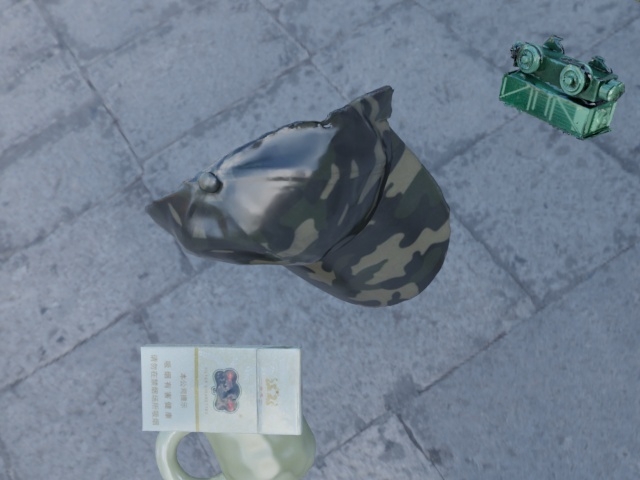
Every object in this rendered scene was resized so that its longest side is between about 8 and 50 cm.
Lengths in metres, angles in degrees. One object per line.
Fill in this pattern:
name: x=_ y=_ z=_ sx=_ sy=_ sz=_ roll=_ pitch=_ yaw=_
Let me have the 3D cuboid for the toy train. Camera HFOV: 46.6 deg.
toy train: x=0.485 y=-0.318 z=1.520 sx=0.115 sy=0.154 sz=0.269 roll=-21 pitch=42 yaw=-32

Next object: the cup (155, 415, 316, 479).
cup: x=-0.144 y=0.352 z=1.304 sx=0.255 sy=0.202 sz=0.173 roll=-29 pitch=9 yaw=-32

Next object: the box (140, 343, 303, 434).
box: x=-0.102 y=0.153 z=0.768 sx=0.167 sy=0.024 sz=0.089 roll=0 pitch=93 yaw=7

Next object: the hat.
hat: x=0.000 y=0.000 z=0.972 sx=0.366 sy=0.381 sz=0.257 roll=-29 pitch=24 yaw=30
